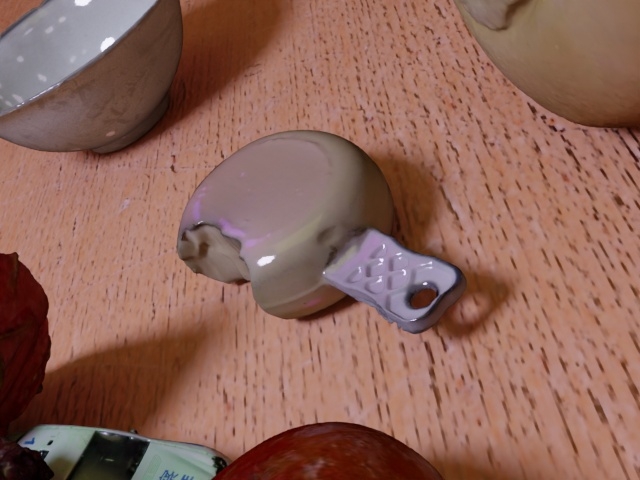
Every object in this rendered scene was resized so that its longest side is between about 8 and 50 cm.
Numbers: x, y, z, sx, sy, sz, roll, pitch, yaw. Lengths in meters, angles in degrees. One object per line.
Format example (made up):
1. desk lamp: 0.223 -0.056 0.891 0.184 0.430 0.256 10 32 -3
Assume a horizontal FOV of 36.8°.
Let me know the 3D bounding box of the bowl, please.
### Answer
1. bowl: -0.263 -0.192 1.133 0.313 0.146 0.313 -23 36 18

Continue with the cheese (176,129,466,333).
1. cheese: 0.000 0.000 0.720 0.163 0.082 0.286 -43 35 -10

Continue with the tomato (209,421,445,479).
1. tomato: -0.014 0.172 0.463 0.200 0.139 0.233 -36 32 -13

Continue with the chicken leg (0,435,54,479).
1. chicken leg: -0.246 0.307 0.531 0.158 0.096 0.407 -21 45 50

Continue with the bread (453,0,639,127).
1. bread: 0.259 -0.258 0.658 0.376 0.253 0.348 -40 28 -10

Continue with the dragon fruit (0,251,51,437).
1. dragon fruit: -0.313 0.148 0.735 0.317 0.205 0.152 -24 66 15

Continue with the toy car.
1. toy car: -0.155 0.169 0.648 0.224 0.076 0.090 -6 41 37
